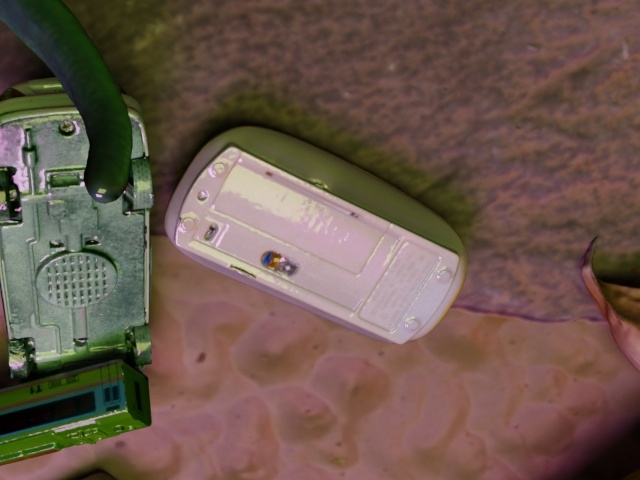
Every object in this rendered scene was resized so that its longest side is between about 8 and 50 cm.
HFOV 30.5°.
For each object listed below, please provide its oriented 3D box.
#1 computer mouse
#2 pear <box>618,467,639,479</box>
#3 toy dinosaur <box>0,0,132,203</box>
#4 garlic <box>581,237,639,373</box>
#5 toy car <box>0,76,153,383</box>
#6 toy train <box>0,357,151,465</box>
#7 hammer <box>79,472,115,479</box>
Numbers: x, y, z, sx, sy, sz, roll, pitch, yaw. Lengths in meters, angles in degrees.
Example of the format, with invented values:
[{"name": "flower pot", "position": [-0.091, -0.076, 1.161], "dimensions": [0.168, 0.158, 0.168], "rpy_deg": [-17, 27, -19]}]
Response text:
[{"name": "computer mouse", "position": [-0.001, -0.001, 0.748], "dimensions": [0.199, 0.045, 0.102], "rpy_deg": [24, 109, -20]}, {"name": "pear", "position": [0.274, 0.278, 0.815], "dimensions": [0.375, 0.287, 0.287], "rpy_deg": [-14, 118, 16]}, {"name": "toy dinosaur", "position": [-0.275, -0.231, 0.394], "dimensions": [0.144, 0.500, 0.374], "rpy_deg": [-47, 149, 21]}, {"name": "garlic", "position": [0.289, 0.071, 0.798], "dimensions": [0.207, 0.115, 0.128], "rpy_deg": [-6, 122, -5]}, {"name": "toy car", "position": [-0.149, 0.000, 0.704], "dimensions": [0.090, 0.076, 0.224], "rpy_deg": [-6, 135, -14]}, {"name": "toy train", "position": [-0.212, 0.124, 0.744], "dimensions": [0.209, 0.042, 0.044], "rpy_deg": [-15, 154, 9]}, {"name": "hammer", "position": [-0.226, 0.244, 0.825], "dimensions": [0.226, 0.041, 0.159], "rpy_deg": [-39, 117, 10]}]
